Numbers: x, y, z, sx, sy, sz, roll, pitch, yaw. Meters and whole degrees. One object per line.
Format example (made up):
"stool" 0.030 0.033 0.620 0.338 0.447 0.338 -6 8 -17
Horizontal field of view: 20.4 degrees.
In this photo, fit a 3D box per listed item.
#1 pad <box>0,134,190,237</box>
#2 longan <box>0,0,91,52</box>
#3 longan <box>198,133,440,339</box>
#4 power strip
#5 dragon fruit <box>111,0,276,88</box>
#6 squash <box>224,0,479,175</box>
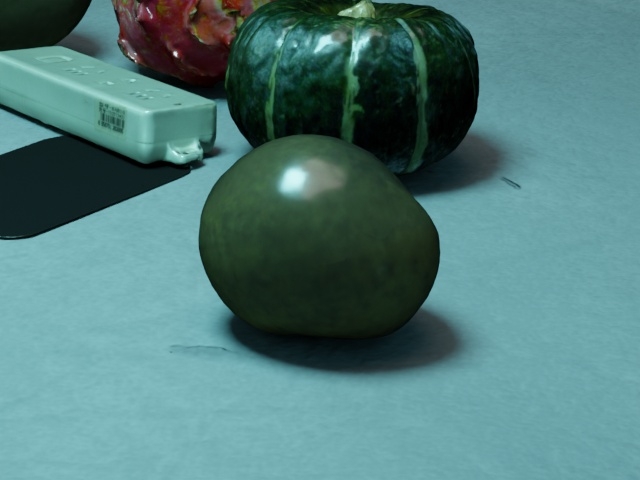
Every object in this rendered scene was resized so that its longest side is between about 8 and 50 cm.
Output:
"pad" -0.264 -0.055 1.685 0.181 0.004 0.267 15 24 32
"longan" -0.391 -0.310 2.044 0.246 0.215 0.246 29 11 -6
"longan" 0.000 0.000 1.365 0.187 0.167 0.167 28 26 7
"power strip" -0.235 -0.147 1.845 0.098 0.058 0.338 -14 25 -40
"dragon fruit" -0.145 -0.275 2.006 0.210 0.205 0.268 -33 23 -12
"squash" 0.035 -0.156 1.749 0.252 0.165 0.252 -1 21 0
